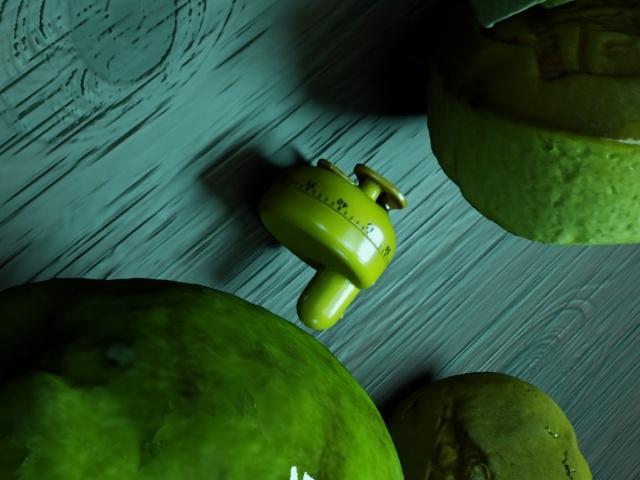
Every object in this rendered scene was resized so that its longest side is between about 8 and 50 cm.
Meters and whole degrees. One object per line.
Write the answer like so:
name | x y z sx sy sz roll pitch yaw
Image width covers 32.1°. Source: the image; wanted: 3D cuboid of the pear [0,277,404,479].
pear | -0.118 0.198 0.659 0.352 0.352 0.413 -34 134 -24

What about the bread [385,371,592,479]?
bread | 0.142 0.245 0.957 0.195 0.270 0.143 -9 138 12

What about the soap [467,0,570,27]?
soap | 0.153 -0.273 0.651 0.143 0.281 0.259 -34 101 -29

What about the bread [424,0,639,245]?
bread | 0.204 -0.107 0.834 0.270 0.270 0.148 -22 131 -31

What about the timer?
timer | 0.000 0.000 0.815 0.109 0.107 0.107 -54 134 -14
